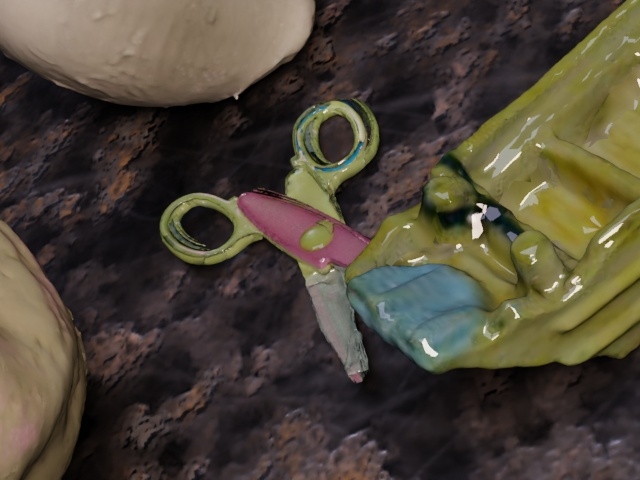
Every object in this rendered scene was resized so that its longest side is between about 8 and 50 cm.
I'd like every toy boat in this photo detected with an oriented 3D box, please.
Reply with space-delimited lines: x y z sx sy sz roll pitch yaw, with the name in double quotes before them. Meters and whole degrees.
"toy boat" 0.138 -0.034 0.648 0.276 0.084 0.111 -42 41 -10

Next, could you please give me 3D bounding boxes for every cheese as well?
"cheese" -0.117 -0.161 0.854 0.198 0.189 0.154 49 119 48

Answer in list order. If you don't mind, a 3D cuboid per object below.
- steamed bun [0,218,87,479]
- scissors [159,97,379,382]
"steamed bun" -0.237 0.097 0.691 0.320 0.206 0.275 4 72 34
"scissors" 0.000 0.000 0.747 0.134 0.020 0.187 -35 42 -4
